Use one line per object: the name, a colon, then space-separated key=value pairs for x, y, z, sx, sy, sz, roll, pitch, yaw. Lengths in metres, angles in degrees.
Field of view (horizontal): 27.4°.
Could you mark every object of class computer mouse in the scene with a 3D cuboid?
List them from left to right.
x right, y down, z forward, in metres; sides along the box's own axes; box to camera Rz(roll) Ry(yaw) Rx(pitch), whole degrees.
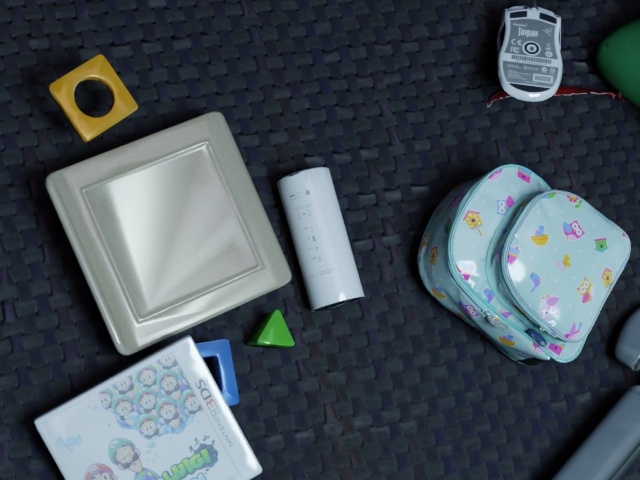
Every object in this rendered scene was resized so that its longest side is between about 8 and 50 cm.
computer mouse: x=0.221 y=-0.219 z=1.402 sx=0.106 sy=0.042 sz=0.193 roll=9 pitch=60 yaw=1

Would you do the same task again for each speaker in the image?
speaker: x=0.000 y=0.000 z=1.285 sx=0.055 sy=0.055 sz=0.136 roll=-13 pitch=81 yaw=-23

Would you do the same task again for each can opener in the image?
can opener: x=0.306 y=0.174 z=1.360 sx=0.095 sy=0.076 sz=0.283 roll=35 pitch=64 yaw=26

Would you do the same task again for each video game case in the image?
video game case: x=-0.153 y=0.184 z=1.172 sx=0.157 sy=0.019 sz=0.143 roll=-29 pitch=97 yaw=-9

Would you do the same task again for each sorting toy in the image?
sorting toy: x=-0.144 y=-0.010 z=1.235 sx=0.196 sy=0.047 sz=0.347 roll=-24 pitch=92 yaw=-27

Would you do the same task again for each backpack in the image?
backpack: x=0.201 y=0.018 z=1.310 sx=0.188 sy=0.144 sz=0.166 roll=34 pitch=73 yaw=-7

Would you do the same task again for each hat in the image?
hat: x=0.322 y=-0.198 z=1.471 sx=0.208 sy=0.183 sz=0.173 roll=26 pitch=71 yaw=-57
